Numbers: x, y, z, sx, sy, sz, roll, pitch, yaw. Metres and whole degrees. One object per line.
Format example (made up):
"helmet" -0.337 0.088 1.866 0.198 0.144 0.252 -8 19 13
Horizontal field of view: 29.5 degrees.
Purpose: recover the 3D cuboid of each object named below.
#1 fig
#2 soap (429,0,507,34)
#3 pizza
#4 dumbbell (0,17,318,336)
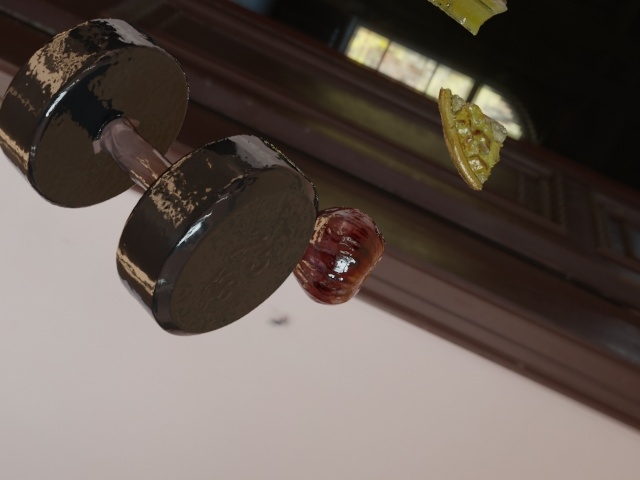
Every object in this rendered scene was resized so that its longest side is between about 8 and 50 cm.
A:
"fig" 0.015 0.005 1.513 0.128 0.150 0.128 -22 -164 7
"soap" 0.174 -0.420 1.808 0.076 0.233 0.135 -39 -142 31
"pizza" 0.181 -0.124 1.371 0.108 0.123 0.026 -23 -174 -43
"dumbbell" -0.123 -0.050 0.909 0.152 0.218 0.152 -34 150 -23
